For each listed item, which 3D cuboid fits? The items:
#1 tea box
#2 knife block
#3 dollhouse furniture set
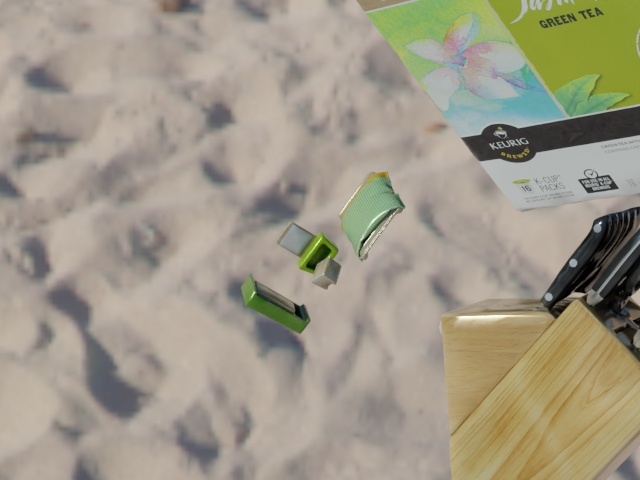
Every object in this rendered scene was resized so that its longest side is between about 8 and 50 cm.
[{"bbox_3d":[0.261,-0.223,1.562,0.329,0.323,0.220,-10,43,41],"label":"tea box"},{"bbox_3d":[0.212,0.110,1.232,0.242,0.276,0.088,-1,5,29],"label":"knife block"},{"bbox_3d":[0.000,0.000,1.463,0.058,0.152,0.076,31,16,-20],"label":"dollhouse furniture set"}]
